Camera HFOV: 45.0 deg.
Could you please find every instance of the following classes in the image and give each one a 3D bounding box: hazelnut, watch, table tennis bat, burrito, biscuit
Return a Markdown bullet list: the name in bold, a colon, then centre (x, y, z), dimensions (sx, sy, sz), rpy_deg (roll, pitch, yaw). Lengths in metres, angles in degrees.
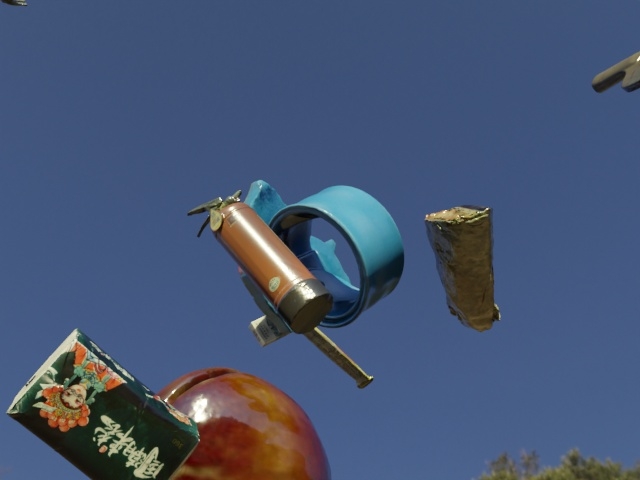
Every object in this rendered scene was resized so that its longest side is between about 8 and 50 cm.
- **hazelnut**: centre (-0.174, 0.445, 1.316), dimensions (0.402, 0.402, 0.429), rpy_deg (35, -98, -23)
- **watch**: centre (0.000, 0.000, 1.431), dimensions (0.274, 0.241, 0.305), rpy_deg (-22, -83, 44)
- **table tennis bat**: centre (0.369, -0.209, 0.849), dimensions (0.022, 0.234, 0.131), rpy_deg (40, -100, -4)
- **burrito**: centre (0.262, 0.029, 1.442), dimensions (0.107, 0.175, 0.348), rpy_deg (-29, -43, -11)
- **biscuit**: centre (0.029, 0.265, 1.810), dimensions (0.048, 0.026, 0.292), rpy_deg (-37, -57, 10)

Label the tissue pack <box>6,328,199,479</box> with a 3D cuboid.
- **tissue pack**: centre (-0.218, 0.184, 0.791), dimensions (0.170, 0.090, 0.103), rpy_deg (42, -103, -14)

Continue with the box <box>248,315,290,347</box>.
- **box**: centre (-0.097, 0.177, 1.576), dimensions (0.083, 0.054, 0.024), rpy_deg (-23, -23, -35)

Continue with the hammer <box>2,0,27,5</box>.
- **hammer**: centre (-0.454, -0.447, 1.268), dimensions (0.182, 0.017, 0.062), rpy_deg (-32, -35, 7)

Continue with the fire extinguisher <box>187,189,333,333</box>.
- **fire extinguisher**: centre (-0.061, 0.013, 0.728), dimensions (0.062, 0.177, 0.050), rpy_deg (-45, -30, 1)
